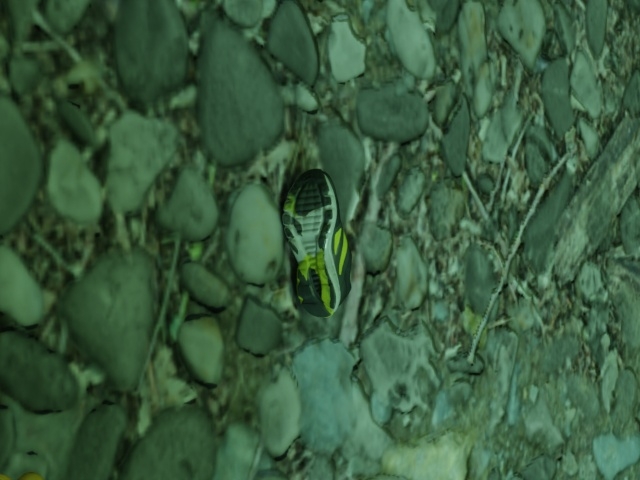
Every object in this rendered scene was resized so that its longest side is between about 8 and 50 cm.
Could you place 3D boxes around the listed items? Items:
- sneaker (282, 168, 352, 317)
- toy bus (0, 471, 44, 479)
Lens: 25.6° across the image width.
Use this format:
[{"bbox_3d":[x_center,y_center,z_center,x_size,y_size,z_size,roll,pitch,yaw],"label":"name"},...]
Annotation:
[{"bbox_3d":[0.000,0.000,0.791,0.035,0.031,0.083,-27,117,-64],"label":"sneaker"},{"bbox_3d":[-0.166,0.078,0.418,0.149,0.220,0.211,-37,113,-50],"label":"toy bus"}]
